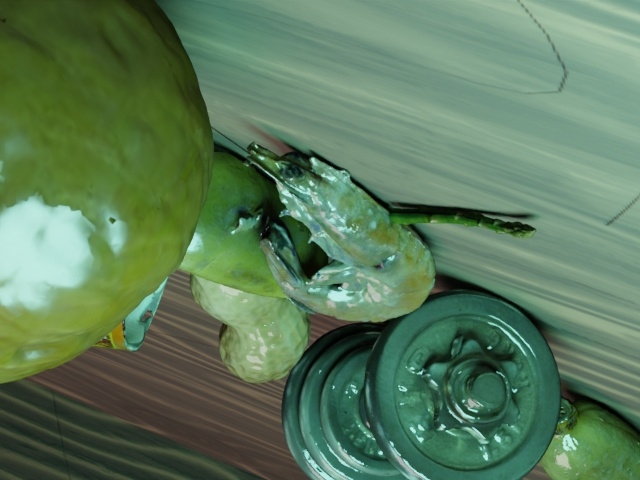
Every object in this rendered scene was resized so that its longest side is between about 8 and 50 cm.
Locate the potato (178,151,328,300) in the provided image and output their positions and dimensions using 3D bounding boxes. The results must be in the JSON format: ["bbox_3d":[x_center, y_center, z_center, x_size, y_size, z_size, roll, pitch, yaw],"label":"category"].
[{"bbox_3d":[-0.063,-0.007,1.516,0.188,0.105,0.085,31,167,-39],"label":"potato"}]

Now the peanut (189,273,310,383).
[{"bbox_3d":[-0.064,0.053,1.680,0.104,0.086,0.228,8,139,26],"label":"peanut"}]

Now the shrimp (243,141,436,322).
[{"bbox_3d":[0.000,0.000,1.465,0.126,0.047,0.223,-29,129,26],"label":"shrimp"}]

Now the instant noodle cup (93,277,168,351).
[{"bbox_3d":[-0.227,-0.009,1.588,0.182,0.230,0.230,13,165,6],"label":"instant noodle cup"}]

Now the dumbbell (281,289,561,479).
[{"bbox_3d":[0.083,0.148,1.680,0.179,0.179,0.406,28,166,-11],"label":"dumbbell"}]

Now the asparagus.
[{"bbox_3d":[0.108,-0.014,1.377,0.163,0.016,0.016,9,142,51],"label":"asparagus"}]

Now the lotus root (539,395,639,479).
[{"bbox_3d":[0.258,0.203,1.765,0.183,0.090,0.077,41,-161,-46],"label":"lotus root"}]

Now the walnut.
[{"bbox_3d":[-0.265,-0.069,1.207,0.398,0.308,0.354,30,163,-24],"label":"walnut"}]
